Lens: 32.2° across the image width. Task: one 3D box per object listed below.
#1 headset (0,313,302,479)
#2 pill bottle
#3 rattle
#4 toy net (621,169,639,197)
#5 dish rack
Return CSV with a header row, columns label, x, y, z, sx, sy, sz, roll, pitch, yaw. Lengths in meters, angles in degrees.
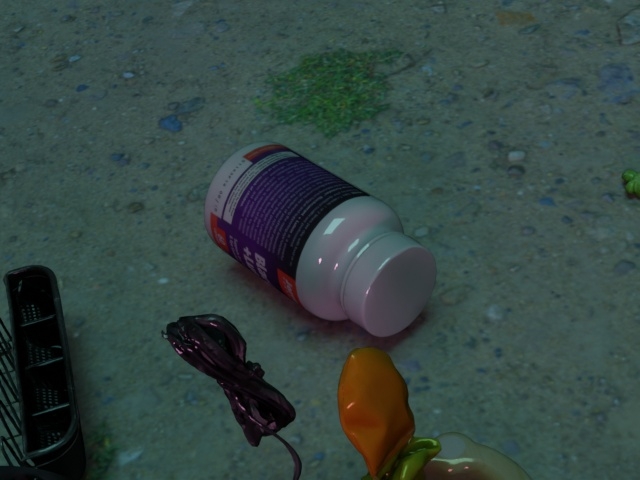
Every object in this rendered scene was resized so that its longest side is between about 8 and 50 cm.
label,x,y,z,sx,sy,sz,roll,pitch,yaw
headset,-0.177,0.213,0.659,0.394,0.185,0.243,-40,47,-12
pill bottle,0.000,0.000,0.913,0.108,0.108,0.193,-36,45,-24
rattle,0.098,0.168,0.680,0.130,0.143,0.200,-8,31,-22
toy net,0.361,-0.033,0.903,0.122,0.045,0.232,-29,43,-18
dish rack,-0.317,0.144,0.860,0.271,0.074,0.208,-18,40,-6
